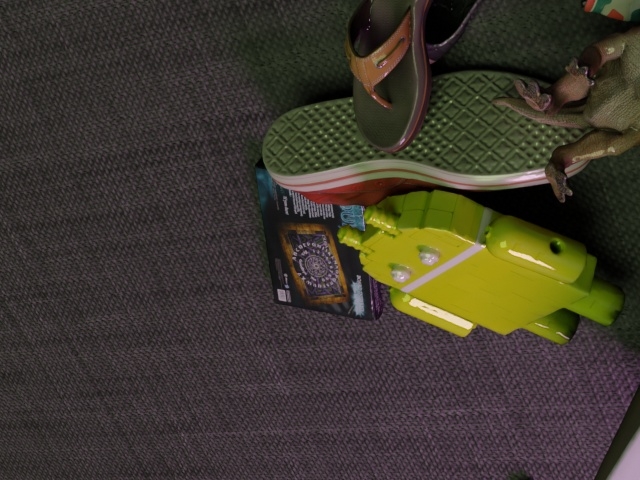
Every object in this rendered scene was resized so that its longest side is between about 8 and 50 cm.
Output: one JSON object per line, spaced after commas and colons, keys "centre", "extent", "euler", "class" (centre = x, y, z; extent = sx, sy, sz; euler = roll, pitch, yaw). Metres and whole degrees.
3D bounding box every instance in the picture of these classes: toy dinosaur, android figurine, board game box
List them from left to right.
{"centre": [0.000, 0.000, 1.619], "extent": [0.126, 0.026, 0.186], "euler": [10, 129, 22], "class": "board game box"}
{"centre": [0.151, 0.028, 1.464], "extent": [0.273, 0.056, 0.248], "euler": [23, 156, -17], "class": "android figurine"}
{"centre": [0.286, -0.140, 1.274], "extent": [0.127, 0.200, 0.296], "euler": [57, 150, -7], "class": "toy dinosaur"}

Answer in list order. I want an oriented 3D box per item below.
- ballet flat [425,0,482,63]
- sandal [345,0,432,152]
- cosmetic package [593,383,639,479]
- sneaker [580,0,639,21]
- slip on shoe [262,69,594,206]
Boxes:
{"centre": [0.117, -0.219, 1.364], "extent": [0.057, 0.049, 0.173], "euler": [36, 134, 1], "class": "ballet flat"}
{"centre": [0.060, -0.187, 1.367], "extent": [0.090, 0.060, 0.219], "euler": [31, 121, 39], "class": "sandal"}
{"centre": [0.369, 0.130, 1.288], "extent": [0.162, 0.230, 0.453], "euler": [26, 151, 11], "class": "cosmetic package"}
{"centre": [0.279, -0.249, 1.256], "extent": [0.075, 0.057, 0.161], "euler": [18, 133, -7], "class": "sneaker"}
{"centre": [0.108, -0.088, 1.447], "extent": [0.331, 0.123, 0.101], "euler": [-5, 155, 26], "class": "slip on shoe"}
